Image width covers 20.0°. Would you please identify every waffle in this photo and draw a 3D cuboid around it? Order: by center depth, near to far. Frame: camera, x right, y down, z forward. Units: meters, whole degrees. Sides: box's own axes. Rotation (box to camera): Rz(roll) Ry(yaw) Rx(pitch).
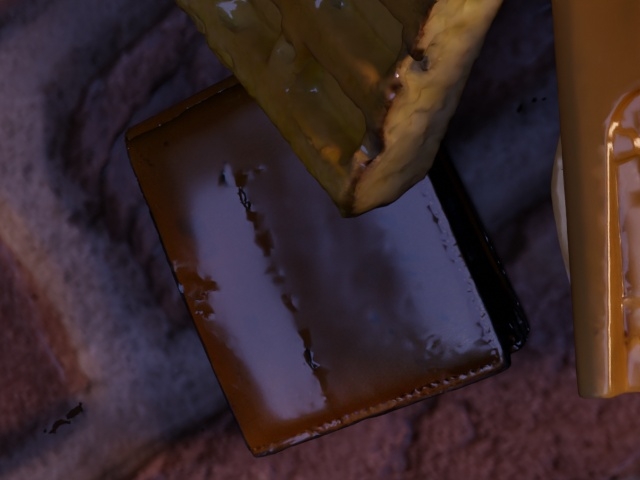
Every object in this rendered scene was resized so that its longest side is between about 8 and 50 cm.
[{"bbox_3d":[0.001,-0.167,0.805,0.221,0.055,0.248,52,142,26],"label":"waffle"}]

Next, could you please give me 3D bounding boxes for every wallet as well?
[{"bbox_3d":[0.000,0.000,0.942,0.161,0.042,0.195,-24,93,19],"label":"wallet"}]

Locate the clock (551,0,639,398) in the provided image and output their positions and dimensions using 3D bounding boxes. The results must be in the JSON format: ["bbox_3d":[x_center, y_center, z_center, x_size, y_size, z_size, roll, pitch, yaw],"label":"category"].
[{"bbox_3d":[0.210,-0.098,0.769,0.244,0.200,0.317,-6,94,18],"label":"clock"}]
